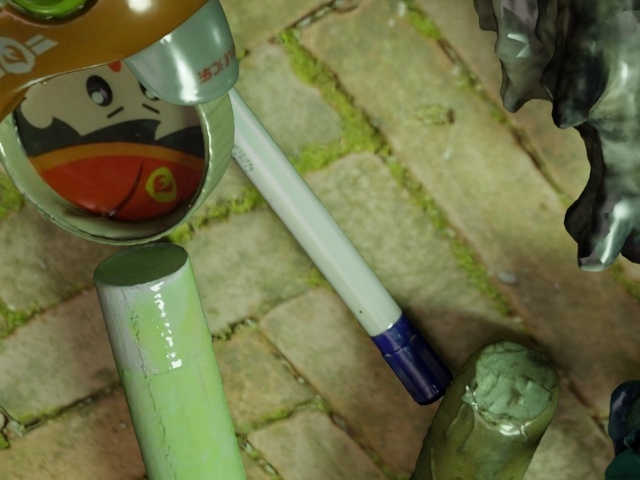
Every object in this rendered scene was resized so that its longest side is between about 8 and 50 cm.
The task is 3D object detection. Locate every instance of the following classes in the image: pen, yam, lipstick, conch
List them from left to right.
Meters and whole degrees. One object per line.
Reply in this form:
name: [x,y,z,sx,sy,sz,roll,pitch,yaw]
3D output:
lipstick: [-0.098,0.149,1.025,0.076,0.076,0.304,0,118,22]
pen: [0.000,0.000,0.922,0.033,0.033,0.269,-30,105,33]
yam: [0.075,0.223,1.000,0.083,0.083,0.371,25,127,6]
conch: [0.155,-0.107,0.702,0.186,0.241,0.313,-38,125,7]

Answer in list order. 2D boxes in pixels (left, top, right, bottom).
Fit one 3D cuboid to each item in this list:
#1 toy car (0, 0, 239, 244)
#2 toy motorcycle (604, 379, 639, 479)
toy car: [-0.137,-0.104,0.848,0.235,0.145,0.235,9,122,14]
toy motorcycle: [0.300,0.162,0.841,0.260,0.154,0.206,13,145,9]
